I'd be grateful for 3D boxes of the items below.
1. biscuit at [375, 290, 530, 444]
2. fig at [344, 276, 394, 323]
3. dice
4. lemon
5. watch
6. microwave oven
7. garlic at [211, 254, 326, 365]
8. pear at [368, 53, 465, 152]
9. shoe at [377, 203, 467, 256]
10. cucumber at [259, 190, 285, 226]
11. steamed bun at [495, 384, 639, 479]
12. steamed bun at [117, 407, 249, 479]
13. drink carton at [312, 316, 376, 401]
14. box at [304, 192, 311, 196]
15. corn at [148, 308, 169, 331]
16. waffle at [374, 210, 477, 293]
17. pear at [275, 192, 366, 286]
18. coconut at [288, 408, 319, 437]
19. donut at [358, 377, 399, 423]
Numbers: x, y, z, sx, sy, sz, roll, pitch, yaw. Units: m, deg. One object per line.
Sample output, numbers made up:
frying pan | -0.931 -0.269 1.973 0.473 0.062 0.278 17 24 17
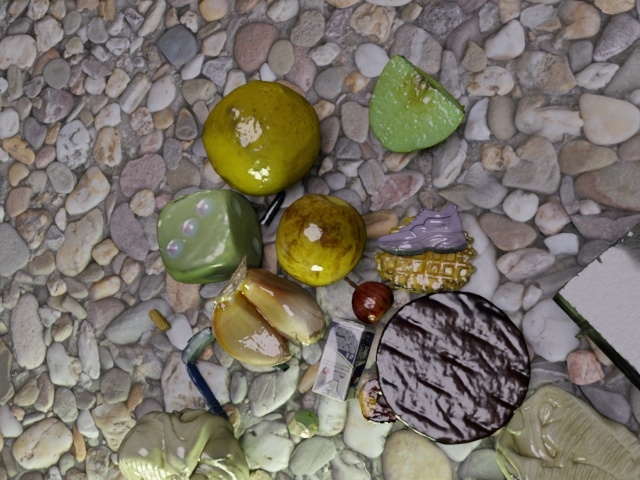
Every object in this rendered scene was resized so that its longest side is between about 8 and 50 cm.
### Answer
biscuit | 0.351 0.337 1.603 0.408 0.091 0.406 -2 74 6
fig | 0.134 0.176 1.705 0.151 0.128 0.128 8 81 -1
dice | -0.338 -0.008 1.837 0.252 0.254 0.249 -14 78 14
lemon | -0.168 -0.315 1.802 0.350 0.349 0.387 38 61 21
watch | -0.279 0.374 1.840 0.276 0.068 0.274 -41 70 6
microwave oven | 0.836 0.189 1.416 0.374 0.236 0.432 -42 70 5
garlic | -0.157 0.220 1.745 0.313 0.249 0.286 37 63 -3
pear | 0.274 -0.372 1.775 0.288 0.139 0.239 47 111 16
shoe | 0.280 -0.029 1.664 0.245 0.095 0.137 -4 72 10
cucumber | -0.149 -0.107 1.911 0.032 0.032 0.133 32 89 21
steamed bun | 0.582 0.568 1.424 0.347 0.237 0.393 -5 51 -12
steamed bun | -0.384 0.605 1.716 0.353 0.339 0.247 -8 40 27
drink carton | 0.069 0.338 1.695 0.102 0.134 0.222 15 85 20
box | -0.033 -0.104 1.875 0.053 0.024 0.083 16 86 21
corn | -0.533 0.263 1.963 0.037 0.037 0.092 -46 70 5
waffle | 0.302 0.048 1.713 0.281 0.060 0.262 -38 68 4
pear | 0.000 0.000 1.713 0.281 0.281 0.280 -4 78 18
coconut | -0.045 0.531 1.726 0.081 0.082 0.083 -57 24 27
donut | 0.179 0.451 1.676 0.141 0.059 0.140 -4 78 19
